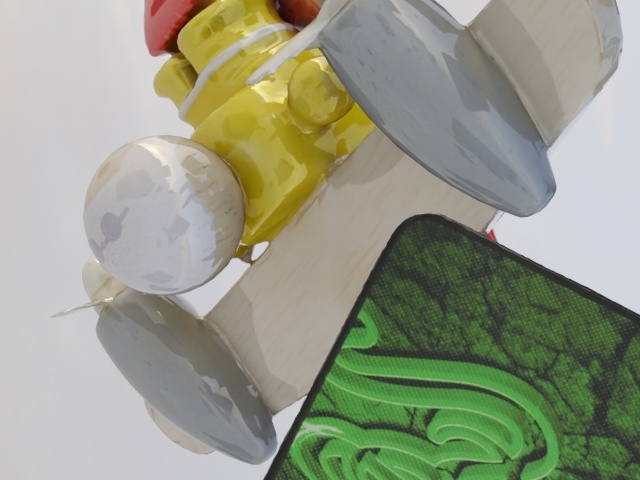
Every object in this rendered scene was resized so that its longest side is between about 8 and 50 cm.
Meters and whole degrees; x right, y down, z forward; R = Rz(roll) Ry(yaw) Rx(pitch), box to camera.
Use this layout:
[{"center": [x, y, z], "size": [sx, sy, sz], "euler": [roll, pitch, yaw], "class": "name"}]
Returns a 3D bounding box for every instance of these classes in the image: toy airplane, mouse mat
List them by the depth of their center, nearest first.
[{"center": [0.080, 0.093, 0.610], "size": [0.189, 0.153, 0.007], "euler": [26, -6, 10], "class": "mouse mat"}, {"center": [0.000, 0.000, 0.979], "size": [0.384, 0.272, 0.386], "euler": [28, -61, 50], "class": "toy airplane"}]
